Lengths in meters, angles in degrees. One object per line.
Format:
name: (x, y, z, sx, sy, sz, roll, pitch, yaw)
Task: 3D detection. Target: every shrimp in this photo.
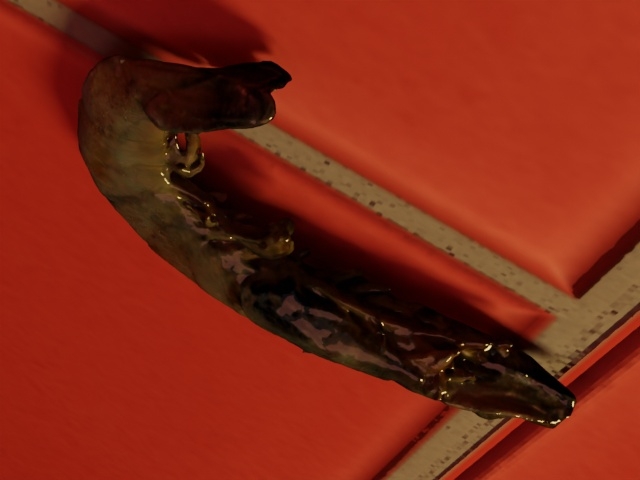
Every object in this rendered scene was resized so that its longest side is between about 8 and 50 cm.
shrimp: (0.002, -0.003, 0.565, 0.195, 0.035, 0.148, 26, 152, 10)
